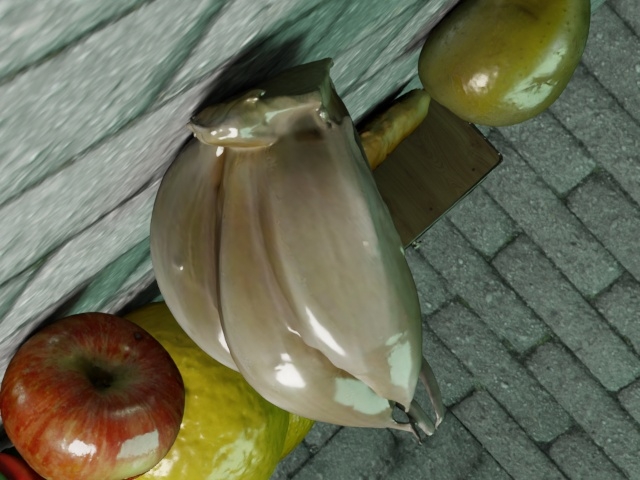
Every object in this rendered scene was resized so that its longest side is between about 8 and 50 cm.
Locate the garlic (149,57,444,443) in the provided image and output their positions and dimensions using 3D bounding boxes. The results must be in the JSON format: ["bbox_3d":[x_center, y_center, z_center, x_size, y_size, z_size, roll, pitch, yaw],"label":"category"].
[{"bbox_3d":[0.000,0.000,1.058,0.210,0.292,0.237,-33,-148,-30],"label":"garlic"}]

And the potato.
[{"bbox_3d":[0.192,-0.205,1.535,0.194,0.157,0.157,-59,169,28],"label":"potato"}]

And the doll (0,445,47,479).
[{"bbox_3d":[-0.293,0.295,1.669,0.182,0.160,0.363,-54,170,3],"label":"doll"}]

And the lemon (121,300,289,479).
[{"bbox_3d":[-0.144,0.173,1.563,0.233,0.233,0.288,-42,168,-5],"label":"lemon"}]

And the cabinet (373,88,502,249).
[{"bbox_3d":[0.116,-0.075,2.066,0.215,0.148,0.175,-41,176,-3],"label":"cabinet"}]

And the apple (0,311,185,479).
[{"bbox_3d":[-0.186,0.131,1.239,0.146,0.146,0.131,-40,171,-37],"label":"apple"}]

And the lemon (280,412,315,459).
[{"bbox_3d":[-0.112,0.171,1.839,0.236,0.236,0.263,-43,179,1],"label":"lemon"}]

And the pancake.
[{"bbox_3d":[0.009,-0.060,1.810,0.266,0.057,0.244,-41,177,-36],"label":"pancake"}]
